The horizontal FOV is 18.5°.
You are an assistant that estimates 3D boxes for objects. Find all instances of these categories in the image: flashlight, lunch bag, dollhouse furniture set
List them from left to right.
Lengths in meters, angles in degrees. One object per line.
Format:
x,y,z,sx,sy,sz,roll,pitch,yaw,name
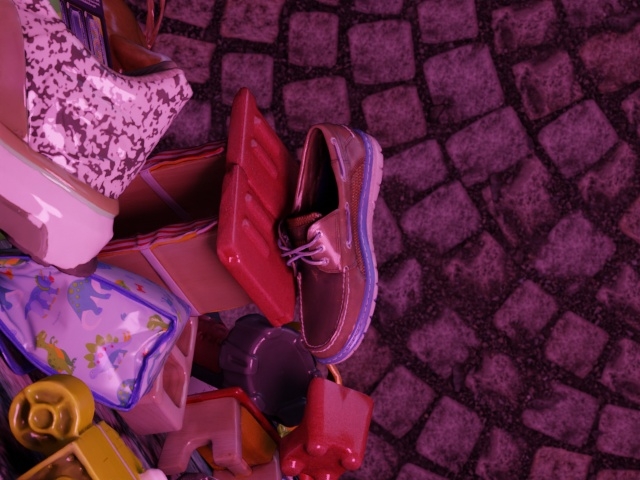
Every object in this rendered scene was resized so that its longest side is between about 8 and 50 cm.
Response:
-0.176,0.051,1.369,0.151,0.096,0.129,30,0,-1,lunch bag
-0.102,0.090,1.871,0.103,0.103,0.304,27,-6,-26,flashlight
-0.075,0.066,1.605,0.374,0.201,0.152,55,32,-46,dollhouse furniture set

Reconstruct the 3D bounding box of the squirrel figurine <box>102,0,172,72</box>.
-0.308,-0.249,1.808,0.370,0.281,0.397,61,15,2,squirrel figurine

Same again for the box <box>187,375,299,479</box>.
-0.054,0.260,2.156,0.293,0.073,0.295,57,-1,2,box

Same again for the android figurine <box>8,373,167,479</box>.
-0.105,0.190,1.178,0.248,0.056,0.273,56,1,2,android figurine

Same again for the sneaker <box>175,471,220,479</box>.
-0.075,0.248,1.541,0.073,0.063,0.162,16,-41,62,sneaker

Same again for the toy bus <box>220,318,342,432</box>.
-0.031,0.141,2.165,0.202,0.104,0.191,54,-2,40,toy bus

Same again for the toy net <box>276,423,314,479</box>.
-0.021,0.305,1.971,0.232,0.045,0.122,65,27,-10,toy net

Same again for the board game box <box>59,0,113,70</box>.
-0.211,-0.155,1.553,0.170,0.048,0.141,15,64,-79,board game box

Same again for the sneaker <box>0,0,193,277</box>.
-0.250,-0.168,1.267,0.410,0.182,0.158,42,0,-17,sneaker

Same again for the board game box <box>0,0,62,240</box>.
-0.233,-0.130,1.405,0.124,0.039,0.259,-9,94,-51,board game box

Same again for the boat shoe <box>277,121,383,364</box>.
0.000,0.000,1.473,0.066,0.066,0.183,21,65,-44,boat shoe
